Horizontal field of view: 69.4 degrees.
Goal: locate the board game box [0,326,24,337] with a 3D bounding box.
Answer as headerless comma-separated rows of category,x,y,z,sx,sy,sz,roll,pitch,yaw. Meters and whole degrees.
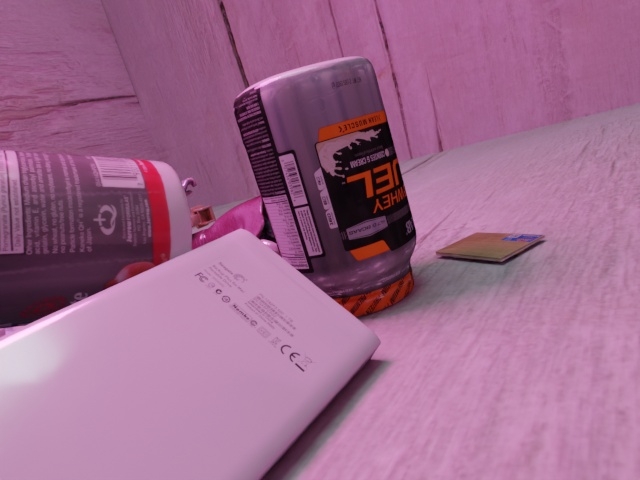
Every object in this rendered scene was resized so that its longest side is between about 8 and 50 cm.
board game box,-0.289,0.106,0.528,0.390,0.050,0.390,-3,9,-33

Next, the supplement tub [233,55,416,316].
supplement tub,0.017,-0.067,0.634,0.194,0.315,0.193,-16,13,4

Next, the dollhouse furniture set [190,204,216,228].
dollhouse furniture set,-0.352,0.011,1.176,0.101,0.160,0.182,-8,14,39

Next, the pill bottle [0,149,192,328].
pill bottle,-0.310,-0.001,0.461,0.319,0.176,0.176,-2,1,-36

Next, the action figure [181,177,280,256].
action figure,-0.211,0.038,0.909,0.371,0.248,0.275,-18,45,7

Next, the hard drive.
hard drive,-0.104,0.105,0.387,0.203,0.040,0.308,38,38,17

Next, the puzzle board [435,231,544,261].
puzzle board,0.253,0.009,0.698,0.097,0.011,0.128,-22,13,-26
